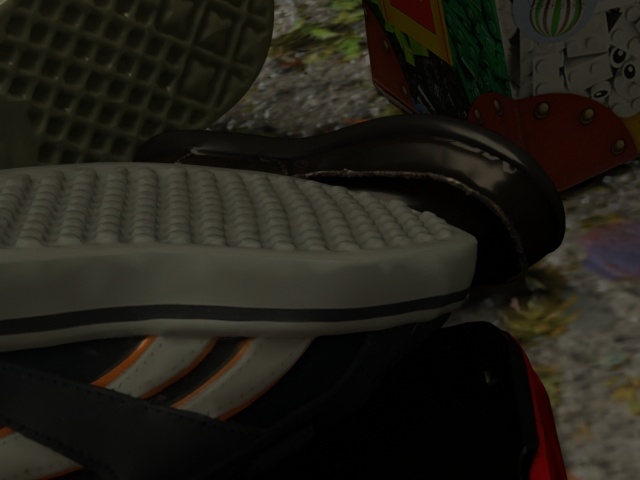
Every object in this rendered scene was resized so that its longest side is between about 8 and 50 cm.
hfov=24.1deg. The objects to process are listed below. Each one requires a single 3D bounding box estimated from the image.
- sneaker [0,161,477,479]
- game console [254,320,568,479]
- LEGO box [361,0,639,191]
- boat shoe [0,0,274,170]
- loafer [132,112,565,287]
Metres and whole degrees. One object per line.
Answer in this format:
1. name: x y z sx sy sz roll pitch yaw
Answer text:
1. sneaker: -0.082 0.045 0.497 0.321 0.127 0.126 -4 19 -41
2. game console: -0.103 0.160 0.464 0.387 0.060 0.342 -11 26 6
3. LEGO box: 0.242 -0.297 0.730 0.500 0.372 0.193 -24 32 -13
4. boat shoe: -0.247 -0.036 0.699 0.500 0.186 0.156 -35 37 -29
5. loafer: 0.000 0.000 0.656 0.220 0.080 0.078 0 43 32
